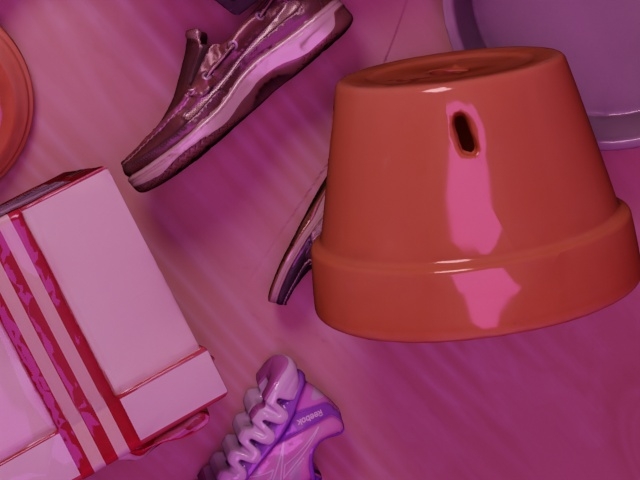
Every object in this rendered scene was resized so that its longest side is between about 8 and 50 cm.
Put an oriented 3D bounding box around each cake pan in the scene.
[{"bbox_3d":[0.259,-0.228,1.346,0.293,0.054,0.293,5,114,12],"label":"cake pan"}]

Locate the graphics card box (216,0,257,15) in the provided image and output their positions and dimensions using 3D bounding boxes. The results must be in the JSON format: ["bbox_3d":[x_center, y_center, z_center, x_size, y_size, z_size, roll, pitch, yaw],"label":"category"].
[{"bbox_3d":[-0.010,-0.367,1.206,0.371,0.094,0.233,-33,143,20],"label":"graphics card box"}]

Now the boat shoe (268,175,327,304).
[{"bbox_3d":[0.000,0.000,1.417,0.049,0.056,0.152,28,98,-4],"label":"boat shoe"}]

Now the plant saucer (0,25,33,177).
[{"bbox_3d":[-0.360,-0.122,1.350,0.199,0.037,0.200,-6,110,-18],"label":"plant saucer"}]

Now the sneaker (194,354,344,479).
[{"bbox_3d":[-0.057,0.233,1.447,0.104,0.095,0.236,30,97,-17],"label":"sneaker"}]

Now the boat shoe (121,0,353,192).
[{"bbox_3d":[-0.094,-0.155,1.368,0.257,0.095,0.095,-41,94,-5],"label":"boat shoe"}]

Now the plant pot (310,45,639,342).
[{"bbox_3d":[0.126,-0.053,1.290,0.290,0.291,0.204,-8,104,-2],"label":"plant pot"}]

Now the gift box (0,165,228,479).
[{"bbox_3d":[-0.241,0.092,1.329,0.255,0.276,0.258,-28,99,-11],"label":"gift box"}]
